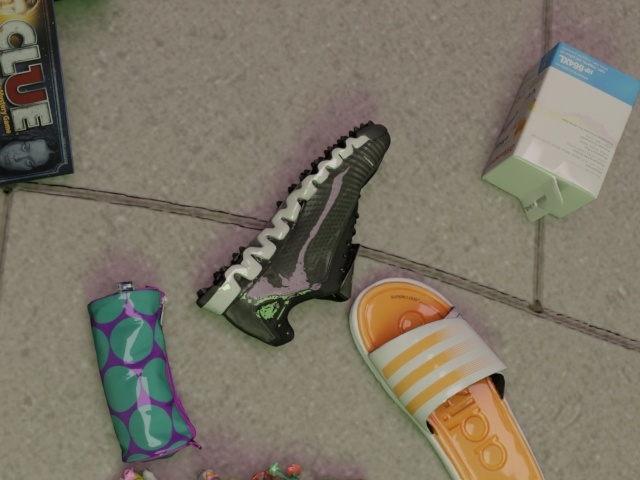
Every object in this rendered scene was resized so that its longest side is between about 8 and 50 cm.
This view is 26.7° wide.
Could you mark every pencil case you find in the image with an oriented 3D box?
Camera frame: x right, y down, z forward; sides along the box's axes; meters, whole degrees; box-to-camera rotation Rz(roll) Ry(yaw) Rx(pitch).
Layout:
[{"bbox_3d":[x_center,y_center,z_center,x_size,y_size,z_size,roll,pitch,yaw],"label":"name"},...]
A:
[{"bbox_3d":[-0.152,0.113,1.155,0.070,0.064,0.152,-14,82,1],"label":"pencil case"}]

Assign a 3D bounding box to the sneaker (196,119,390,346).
[{"bbox_3d":[0.000,0.000,1.211,0.106,0.078,0.234,42,77,-4],"label":"sneaker"}]

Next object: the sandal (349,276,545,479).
[{"bbox_3d":[0.131,0.141,1.206,0.102,0.076,0.265,-34,87,-17],"label":"sandal"}]

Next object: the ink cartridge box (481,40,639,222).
[{"bbox_3d":[0.223,-0.094,1.269,0.090,0.092,0.143,27,73,-6],"label":"ink cartridge box"}]

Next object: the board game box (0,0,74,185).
[{"bbox_3d":[-0.298,-0.154,1.109,0.165,0.042,0.243,-11,126,-15],"label":"board game box"}]

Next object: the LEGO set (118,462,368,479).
[{"bbox_3d":[-0.100,0.238,1.142,0.287,0.107,0.132,-29,120,-21],"label":"LEGO set"}]
